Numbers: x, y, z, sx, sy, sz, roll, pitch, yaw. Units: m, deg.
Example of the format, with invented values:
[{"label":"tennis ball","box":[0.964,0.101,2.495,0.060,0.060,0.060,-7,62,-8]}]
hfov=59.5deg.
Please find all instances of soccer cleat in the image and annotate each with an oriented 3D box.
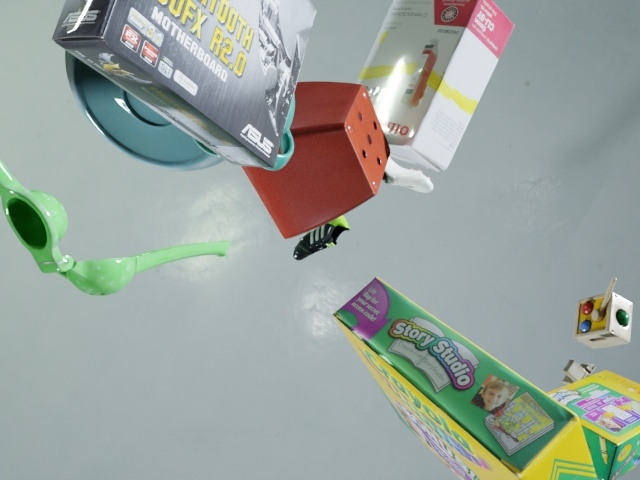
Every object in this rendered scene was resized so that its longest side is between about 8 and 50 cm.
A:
[{"label":"soccer cleat","box":[0.000,0.000,1.514,0.179,0.060,0.072,-41,52,8]},{"label":"soccer cleat","box":[0.216,-0.174,1.543,0.196,0.068,0.076,29,62,-2]}]

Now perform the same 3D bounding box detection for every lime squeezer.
[{"label":"lime squeezer","box":[-0.196,-0.021,0.457,0.058,0.310,0.110,14,72,46]}]

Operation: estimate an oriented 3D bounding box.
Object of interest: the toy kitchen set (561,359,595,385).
[{"label":"toy kitchen set","box":[0.594,0.297,1.308,0.075,0.083,0.068,41,79,-7]}]

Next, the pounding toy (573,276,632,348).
[{"label":"pounding toy","box":[0.705,0.183,1.393,0.100,0.141,0.130,26,64,-14]}]

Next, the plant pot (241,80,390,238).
[{"label":"plant pot","box":[0.005,-0.198,1.234,0.235,0.267,0.267,-9,37,27]}]

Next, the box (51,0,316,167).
[{"label":"box","box":[-0.094,-0.190,0.488,0.056,0.231,0.183,10,78,28]}]

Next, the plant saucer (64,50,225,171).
[{"label":"plant saucer","box":[-0.262,-0.233,0.897,0.317,0.318,0.044,-3,42,14]}]

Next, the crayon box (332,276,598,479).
[{"label":"crayon box","box":[0.205,0.253,0.797,0.106,0.313,0.363,-41,36,-11]}]

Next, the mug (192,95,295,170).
[{"label":"mug","box":[-0.093,-0.160,0.704,0.129,0.097,0.158,-7,98,40]}]

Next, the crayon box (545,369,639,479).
[{"label":"crayon box","box":[0.548,0.344,1.073,0.165,0.278,0.081,23,113,51]}]

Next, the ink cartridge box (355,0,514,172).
[{"label":"ink cartridge box","box":[0.247,-0.396,1.375,0.279,0.160,0.385,28,95,47]}]
